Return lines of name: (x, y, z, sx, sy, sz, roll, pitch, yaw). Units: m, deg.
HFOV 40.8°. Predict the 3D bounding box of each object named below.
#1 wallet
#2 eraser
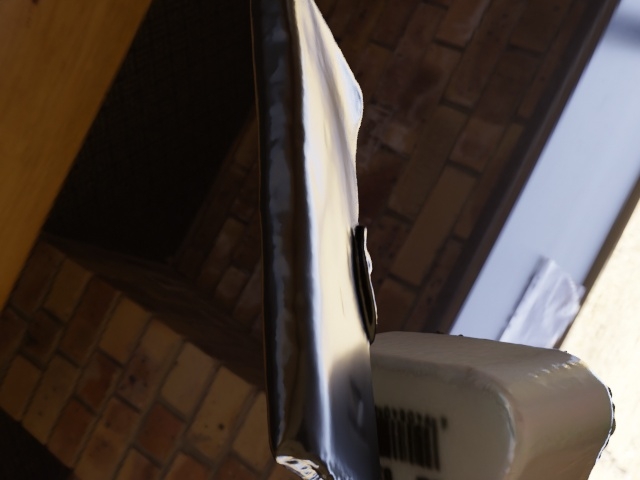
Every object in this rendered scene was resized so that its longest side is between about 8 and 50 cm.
wallet: (0.000, 0.000, 0.623, 0.197, 0.051, 0.378, 55, 28, -58)
eraser: (0.133, 0.206, 0.847, 0.150, 0.331, 0.331, -3, 118, -40)
